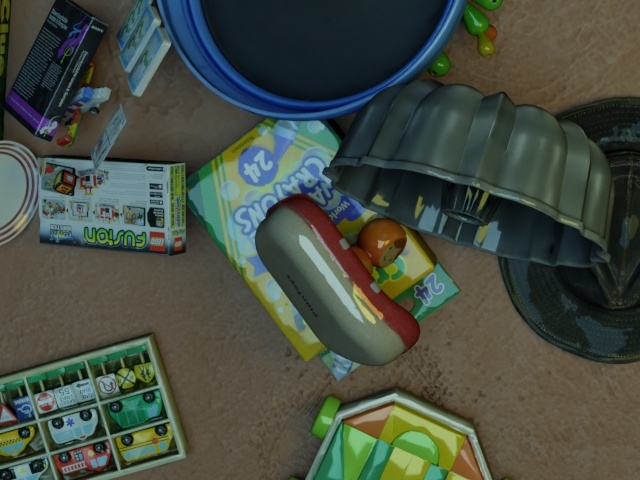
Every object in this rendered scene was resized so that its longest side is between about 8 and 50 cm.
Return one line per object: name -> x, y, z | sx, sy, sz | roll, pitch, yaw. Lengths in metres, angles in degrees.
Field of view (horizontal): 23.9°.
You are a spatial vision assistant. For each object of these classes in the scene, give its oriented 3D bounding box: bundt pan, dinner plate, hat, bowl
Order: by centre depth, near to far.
bundt pan -> 0.176, -0.081, 1.674 | 0.330, 0.331, 0.124 | 17, 80, 3
bowl -> -0.005, -0.330, 1.775 | 0.391, 0.077, 0.391 | -2, 85, 19
hat -> 0.366, -0.005, 1.806 | 0.331, 0.134, 0.331 | 1, 98, 5
dinner plate -> -0.409, -0.059, 1.891 | 0.017, 0.141, 0.141 | 25, 102, 40

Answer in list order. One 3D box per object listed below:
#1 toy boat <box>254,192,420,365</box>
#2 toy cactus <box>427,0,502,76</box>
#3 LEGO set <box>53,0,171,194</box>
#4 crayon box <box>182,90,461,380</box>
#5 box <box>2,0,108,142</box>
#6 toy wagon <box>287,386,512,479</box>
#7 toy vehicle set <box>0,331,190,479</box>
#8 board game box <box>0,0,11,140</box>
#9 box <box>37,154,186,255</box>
toy boat -> 0.041, 0.031, 1.773 | 0.151, 0.151, 0.231 | -37, 93, -19
toy cactus -> 0.139, -0.311, 1.817 | 0.180, 0.112, 0.219 | 15, 102, 23
LEGO set -> -0.271, -0.180, 1.818 | 0.060, 0.182, 0.244 | 23, 112, -27
crayon box -> 0.000, 0.000, 1.870 | 0.203, 0.083, 0.323 | -37, 93, 10
box -> -0.327, -0.213, 1.861 | 0.029, 0.116, 0.162 | 21, 100, -38
toy wagon -> 0.077, 0.364, 1.920 | 0.267, 0.068, 0.344 | 25, 100, 2
toy vehicle set -> -0.319, 0.234, 1.960 | 0.267, 0.035, 0.166 | -17, 96, 8
board game box -> -0.413, -0.247, 1.853 | 0.030, 0.136, 0.260 | 6, 99, 2
box -> -0.261, -0.045, 1.873 | 0.207, 0.036, 0.114 | 5, 100, 30
